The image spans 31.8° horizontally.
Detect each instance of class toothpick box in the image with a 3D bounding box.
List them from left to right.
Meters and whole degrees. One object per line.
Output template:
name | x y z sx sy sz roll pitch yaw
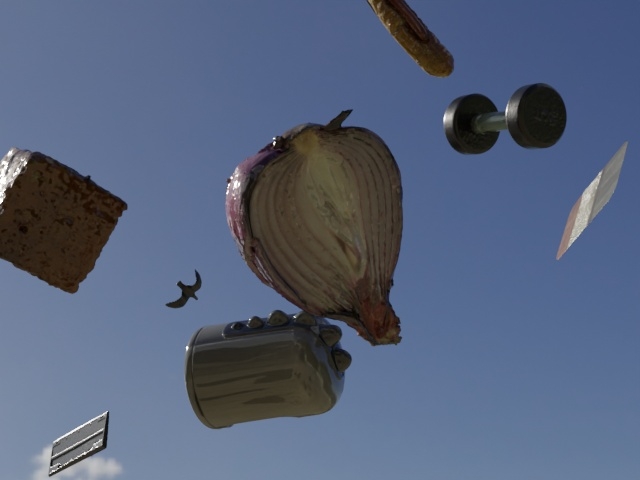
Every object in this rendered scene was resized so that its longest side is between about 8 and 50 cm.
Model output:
toothpick box | -0.091 0.241 2.200 0.316 0.229 0.229 -11 -24 19

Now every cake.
cake | -0.494 -0.052 1.955 0.198 0.196 0.293 28 -2 -30

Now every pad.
pad | 0.534 -0.144 2.251 0.055 0.323 0.250 11 -36 -11

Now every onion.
onion | 0.000 0.000 1.660 0.267 0.349 0.159 -23 12 -21

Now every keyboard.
keyboard | -0.393 0.333 1.823 0.010 0.064 0.198 21 -34 -32

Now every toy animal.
toy animal | -0.236 0.092 1.997 0.084 0.028 0.050 -49 -32 4

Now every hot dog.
hot dog | 0.150 -0.360 1.902 0.066 0.216 0.047 -26 -21 -26

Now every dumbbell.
dumbbell | 0.285 -0.187 1.756 0.100 0.100 0.191 14 -7 -30
